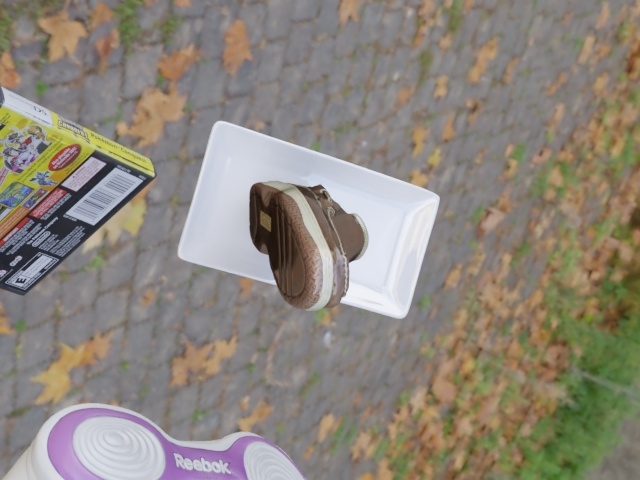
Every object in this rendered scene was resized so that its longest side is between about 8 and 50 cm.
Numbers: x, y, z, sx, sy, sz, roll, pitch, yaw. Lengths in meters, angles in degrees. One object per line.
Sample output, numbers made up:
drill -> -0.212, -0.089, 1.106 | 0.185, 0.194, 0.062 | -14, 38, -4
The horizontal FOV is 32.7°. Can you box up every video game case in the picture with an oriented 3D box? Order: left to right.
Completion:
video game case -> -0.383, -0.051, 1.345 | 0.275, 0.035, 0.248 | -39, 143, 21

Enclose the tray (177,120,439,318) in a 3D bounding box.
tray -> -0.010, -0.018, 1.145 | 0.270, 0.030, 0.145 | 17, 87, -23

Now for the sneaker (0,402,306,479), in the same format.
sneaker -> -0.117, 0.219, 0.861 | 0.305, 0.114, 0.152 | 27, 124, -34

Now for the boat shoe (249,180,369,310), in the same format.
boat shoe -> 0.000, -0.008, 1.009 | 0.095, 0.257, 0.095 | -1, 109, -14
